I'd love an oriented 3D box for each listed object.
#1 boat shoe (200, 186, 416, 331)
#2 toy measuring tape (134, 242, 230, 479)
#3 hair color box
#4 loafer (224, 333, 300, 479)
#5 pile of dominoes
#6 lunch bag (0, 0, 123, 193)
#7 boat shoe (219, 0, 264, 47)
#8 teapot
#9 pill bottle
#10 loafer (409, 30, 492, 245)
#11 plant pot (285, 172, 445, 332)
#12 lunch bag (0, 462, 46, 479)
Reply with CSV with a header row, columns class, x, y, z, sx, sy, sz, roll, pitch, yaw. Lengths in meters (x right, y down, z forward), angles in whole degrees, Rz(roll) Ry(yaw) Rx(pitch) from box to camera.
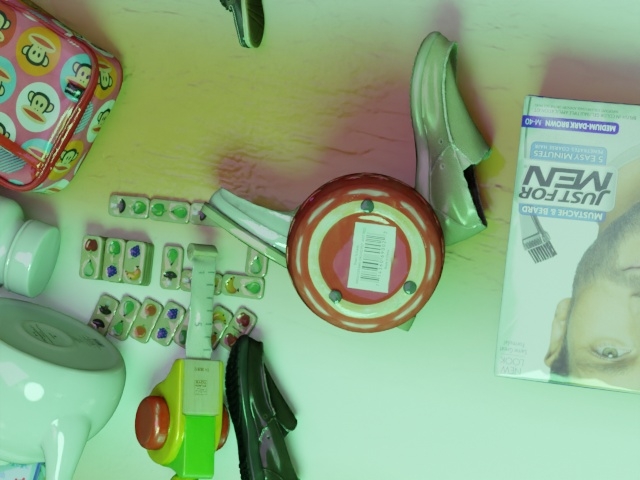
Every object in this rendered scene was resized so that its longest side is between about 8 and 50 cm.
class,x,y,z,sx,sy,sz,roll,pitch,yaw
boat shoe,0.000,0.000,1.868,0.302,0.113,0.103,28,91,3
toy measuring tape,-0.177,0.172,1.911,0.121,0.121,0.330,-2,79,16
hair color box,0.320,0.005,1.774,0.185,0.110,0.338,6,91,15
loafer,-0.071,0.227,1.899,0.078,0.080,0.220,-6,84,-17
pile of dominoes,-0.194,0.044,1.952,0.251,0.040,0.196,6,89,16
lunch bag,-0.435,-0.197,1.998,0.293,0.120,0.258,32,100,16
boat shoe,-0.107,-0.320,1.941,0.049,0.056,0.152,-11,75,20
teapot,-0.385,0.198,1.905,0.253,0.256,0.187,24,102,-1
pill bottle,-0.479,-0.007,1.979,0.246,0.136,0.136,18,92,8
loafer,0.164,-0.123,1.833,0.092,0.102,0.268,-1,96,14
plant pot,0.050,0.016,1.724,0.191,0.174,0.191,0,92,4
lunch bag,-0.428,0.348,1.974,0.129,0.096,0.151,12,80,16
